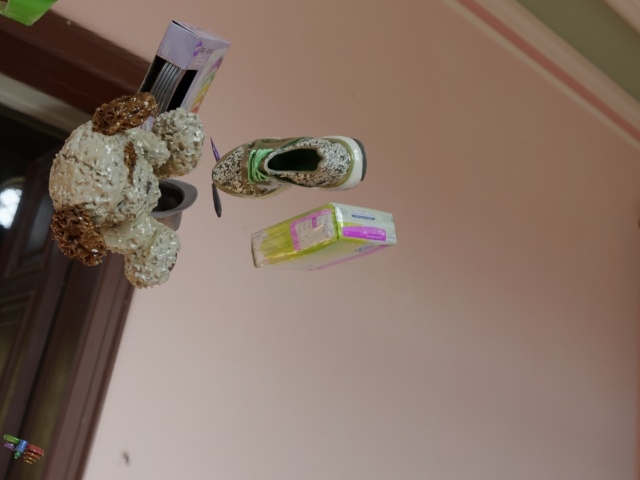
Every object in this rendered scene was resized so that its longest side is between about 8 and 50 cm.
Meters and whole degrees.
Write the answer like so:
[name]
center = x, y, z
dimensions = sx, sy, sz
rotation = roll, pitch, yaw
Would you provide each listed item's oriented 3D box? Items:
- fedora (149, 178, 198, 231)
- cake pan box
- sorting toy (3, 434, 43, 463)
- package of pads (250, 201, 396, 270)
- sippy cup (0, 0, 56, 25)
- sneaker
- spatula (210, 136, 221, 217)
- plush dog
[fedora]
center = -0.509, -0.091, 2.190
dimensions = 0.275, 0.243, 0.124
rotation = 6, -57, -3
[cake pan box]
center = -0.287, -0.308, 1.456
dimensions = 0.070, 0.245, 0.267
rotation = 28, 13, 0
[sorting toy]
center = -0.702, 0.491, 1.707
dimensions = 0.102, 0.042, 0.061
rotation = 25, -28, -6
[package of pads]
center = 0.000, 0.000, 1.783
dimensions = 0.296, 0.101, 0.229
rotation = -20, -17, 40
[sippy cup]
center = -0.398, -0.492, 1.087
dimensions = 0.224, 0.305, 0.240
rotation = 41, -17, 54
[sneaker]
center = -0.107, -0.186, 1.721
dimensions = 0.410, 0.158, 0.182
rotation = -5, -4, 28
[spatula]
center = -0.315, -0.186, 2.216
dimensions = 0.030, 0.296, 0.084
rotation = -5, -36, -3
[plush dog]
center = -0.282, -0.081, 0.966
dimensions = 0.211, 0.262, 0.225
rotation = 13, -7, 0
